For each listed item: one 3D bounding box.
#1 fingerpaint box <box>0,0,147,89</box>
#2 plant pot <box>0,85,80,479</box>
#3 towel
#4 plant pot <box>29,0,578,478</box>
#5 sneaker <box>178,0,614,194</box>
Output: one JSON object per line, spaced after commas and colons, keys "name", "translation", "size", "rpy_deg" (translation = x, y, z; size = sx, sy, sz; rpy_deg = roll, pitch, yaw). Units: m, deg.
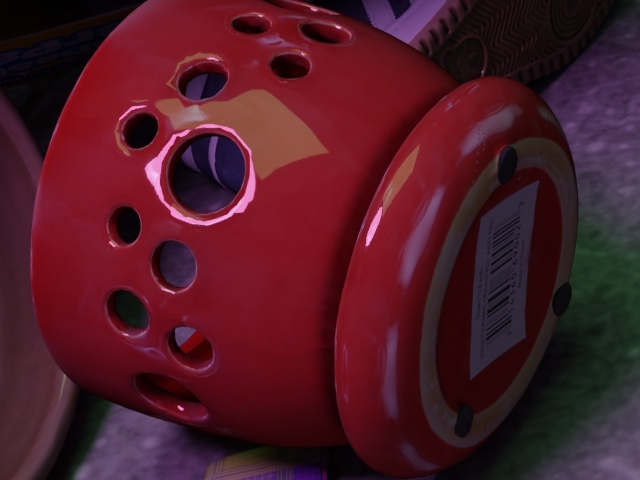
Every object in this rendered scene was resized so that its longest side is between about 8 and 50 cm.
{"name": "fingerpaint box", "translation": [-0.086, -0.222, 1.004], "size": [0.445, 0.163, 0.371], "rpy_deg": [-18, -8, -10]}
{"name": "plant pot", "translation": [-0.275, 0.039, 0.897], "size": [0.229, 0.263, 0.263], "rpy_deg": [-19, 29, 35]}
{"name": "towel", "translation": [-0.024, 0.117, 0.838], "size": [0.060, 0.009, 0.083], "rpy_deg": [-14, 33, 8]}
{"name": "plant pot", "translation": [0.000, 0.000, 0.827], "size": [0.174, 0.191, 0.191], "rpy_deg": [18, 48, 31]}
{"name": "sneaker", "translation": [0.035, -0.117, 1.060], "size": [0.153, 0.099, 0.282], "rpy_deg": [20, 53, 41]}
